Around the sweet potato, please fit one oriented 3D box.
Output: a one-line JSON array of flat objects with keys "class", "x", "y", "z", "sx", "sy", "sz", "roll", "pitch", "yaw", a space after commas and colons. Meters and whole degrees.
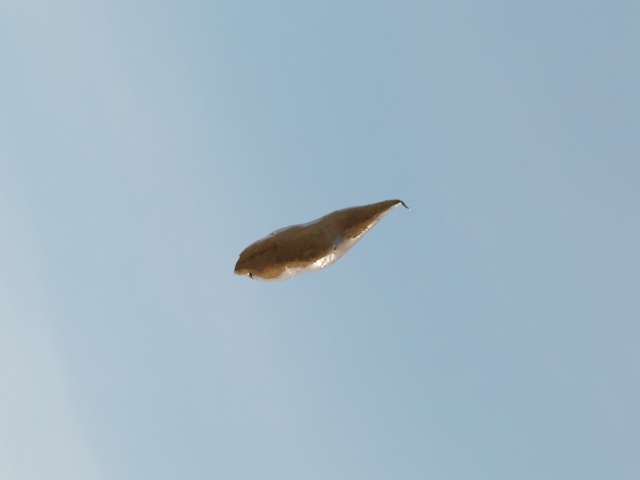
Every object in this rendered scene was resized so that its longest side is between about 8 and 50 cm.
[{"class": "sweet potato", "x": 0.000, "y": 0.000, "z": 1.408, "sx": 0.195, "sy": 0.056, "sz": 0.056, "roll": -22, "pitch": -112, "yaw": 16}]
